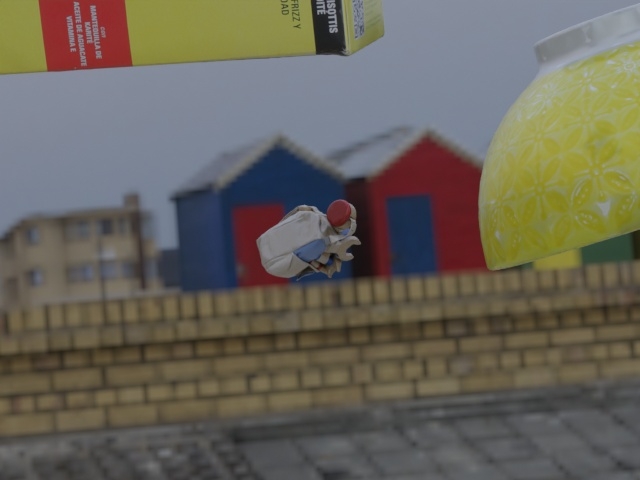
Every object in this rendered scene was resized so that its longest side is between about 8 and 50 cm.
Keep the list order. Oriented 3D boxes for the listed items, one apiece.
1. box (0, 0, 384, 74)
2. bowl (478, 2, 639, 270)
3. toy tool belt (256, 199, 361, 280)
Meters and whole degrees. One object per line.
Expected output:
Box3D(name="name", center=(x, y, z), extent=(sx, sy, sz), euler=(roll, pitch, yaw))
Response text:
Box3D(name="box", center=(-0.095, -0.101, 0.772), extent=(0.232, 0.058, 0.087), euler=(-2, 12, 11))
Box3D(name="bowl", center=(0.240, -0.094, 1.409), extent=(0.289, 0.156, 0.289), euler=(-19, -1, 0))
Box3D(name="toy tool belt", center=(0.000, 0.000, 1.312), extent=(0.083, 0.052, 0.051), euler=(-28, -31, 26))
